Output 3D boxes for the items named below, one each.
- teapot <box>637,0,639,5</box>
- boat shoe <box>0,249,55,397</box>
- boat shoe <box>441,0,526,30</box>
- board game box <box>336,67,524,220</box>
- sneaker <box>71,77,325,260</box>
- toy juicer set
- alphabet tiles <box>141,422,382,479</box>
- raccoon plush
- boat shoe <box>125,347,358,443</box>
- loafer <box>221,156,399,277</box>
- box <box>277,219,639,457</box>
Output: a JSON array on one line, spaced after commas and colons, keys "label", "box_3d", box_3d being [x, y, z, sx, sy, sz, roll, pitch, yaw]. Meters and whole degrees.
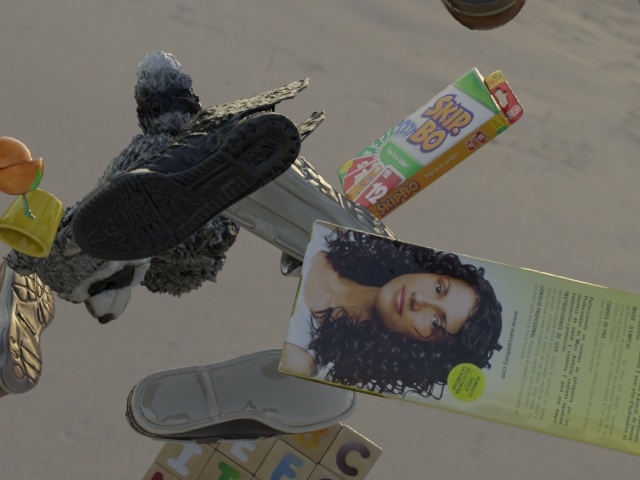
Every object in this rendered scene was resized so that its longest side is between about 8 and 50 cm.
[{"label": "teapot", "box_3d": [0.341, -0.253, 0.738, 0.187, 0.256, 0.252, 63, 30, -11]}, {"label": "boat shoe", "box_3d": [-0.480, 0.119, 1.643, 0.324, 0.116, 0.123, -99, 164, -61]}, {"label": "boat shoe", "box_3d": [0.156, -0.295, 1.088, 0.111, 0.104, 0.307, -7, 48, 8]}, {"label": "board game box", "box_3d": [0.140, -0.127, 1.450, 0.039, 0.259, 0.124, 46, 17, -34]}, {"label": "sneaker", "box_3d": [-0.070, -0.046, 0.663, 0.051, 0.170, 0.089, 64, -5, -20]}, {"label": "toy juicer set", "box_3d": [-0.445, -0.088, 1.190, 0.329, 0.089, 0.209, 21, -26, 2]}, {"label": "alphabet tiles", "box_3d": [-0.087, 0.348, 1.344, 0.285, 0.342, 0.011, 33, 5, 7]}, {"label": "raccoon plush", "box_3d": [-0.319, -0.088, 1.612, 0.299, 0.216, 0.446, 9, 49, -45]}, {"label": "boat shoe", "box_3d": [-0.069, 0.140, 0.957, 0.206, 0.065, 0.075, -1, 68, -24]}, {"label": "loafer", "box_3d": [0.000, 0.000, 1.260, 0.319, 0.111, 0.112, 39, 18, -20]}, {"label": "box", "box_3d": [0.099, 0.058, 0.592, 0.232, 0.087, 0.058, 12, -9, 2]}]
